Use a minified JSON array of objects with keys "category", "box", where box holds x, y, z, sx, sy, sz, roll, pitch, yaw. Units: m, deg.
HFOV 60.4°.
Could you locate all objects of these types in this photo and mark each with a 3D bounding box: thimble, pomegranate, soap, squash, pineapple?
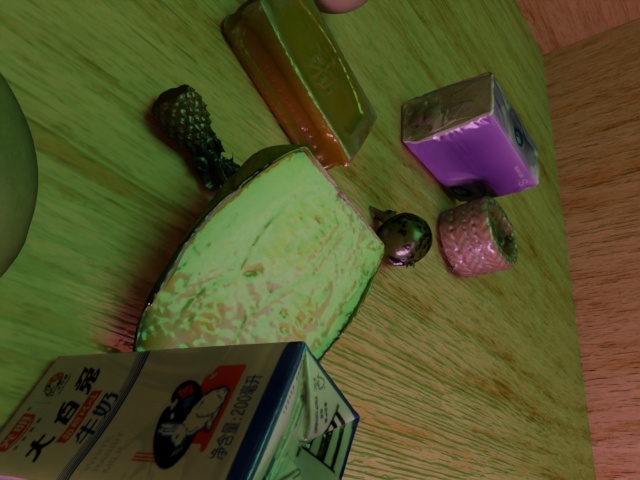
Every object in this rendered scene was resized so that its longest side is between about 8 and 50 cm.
[{"category":"thimble","box":[0.419,-0.007,1.461,0.229,0.148,0.196,0,76,-57]},{"category":"pomegranate","box":[0.159,-0.016,1.134,0.122,0.122,0.161,11,40,-53]},{"category":"soap","box":[-0.024,-0.296,0.986,0.315,0.091,0.199,58,37,-25]},{"category":"squash","box":[-0.083,0.069,0.664,0.234,0.210,0.309,51,36,-21]},{"category":"pineapple","box":[-0.161,-0.132,0.753,0.159,0.074,0.074,59,37,-34]}]

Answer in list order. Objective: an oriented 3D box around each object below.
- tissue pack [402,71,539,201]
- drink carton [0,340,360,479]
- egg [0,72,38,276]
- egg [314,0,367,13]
[{"category":"tissue pack","box":[0.391,-0.249,1.421,0.338,0.242,0.160,34,52,-43]},{"category":"drink carton","box":[-0.135,0.170,0.456,0.107,0.315,0.130,58,38,-30]},{"category":"egg","box":[-0.317,-0.073,0.399,0.186,0.186,0.253,-39,105,-53]},{"category":"egg","box":[0.012,-0.534,1.037,0.241,0.186,0.186,10,70,-44]}]
